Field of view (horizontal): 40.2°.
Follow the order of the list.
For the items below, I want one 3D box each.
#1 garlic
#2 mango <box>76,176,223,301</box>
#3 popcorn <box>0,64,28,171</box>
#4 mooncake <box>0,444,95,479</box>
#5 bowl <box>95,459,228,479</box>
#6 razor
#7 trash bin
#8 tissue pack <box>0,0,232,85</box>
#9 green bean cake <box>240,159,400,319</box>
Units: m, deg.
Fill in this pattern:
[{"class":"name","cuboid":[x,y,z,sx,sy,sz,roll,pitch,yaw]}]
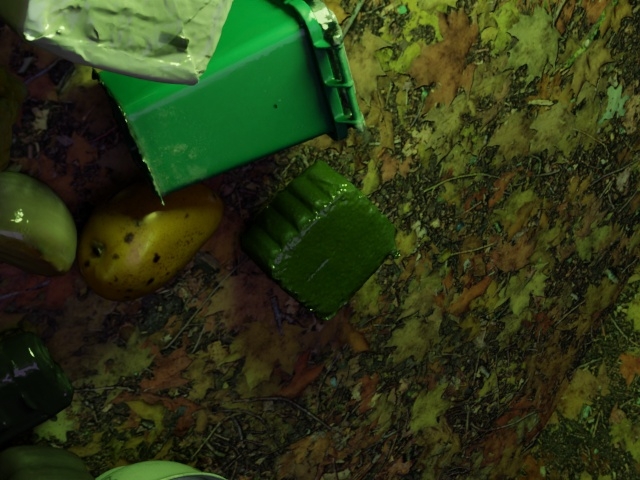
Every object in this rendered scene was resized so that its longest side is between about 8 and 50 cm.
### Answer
[{"class":"garlic","cuboid":[-0.542,-0.009,1.378,0.338,0.151,0.196,6,129,-38]},{"class":"mango","cuboid":[-0.295,-0.020,1.531,0.290,0.159,0.191,-33,135,-30]},{"class":"popcorn","cuboid":[-0.546,-0.166,1.234,0.259,0.259,0.212,19,129,-42]},{"class":"mooncake","cuboid":[-0.541,0.513,1.580,0.154,0.306,0.306,22,102,-39]},{"class":"bowl","cuboid":[-0.387,0.593,1.796,0.434,0.196,0.435,-24,133,-29]},{"class":"razor","cuboid":[-0.608,0.300,1.530,0.326,0.107,0.189,-32,131,-15]},{"class":"trash bin","cuboid":[-0.144,-0.239,1.432,0.381,0.295,0.259,-29,130,-11]},{"class":"tissue pack","cuboid":[-0.309,-0.359,1.177,0.266,0.356,0.194,7,112,-39]},{"class":"green bean cake","cuboid":[0.000,0.000,1.757,0.250,0.156,0.247,-48,132,-2]}]
